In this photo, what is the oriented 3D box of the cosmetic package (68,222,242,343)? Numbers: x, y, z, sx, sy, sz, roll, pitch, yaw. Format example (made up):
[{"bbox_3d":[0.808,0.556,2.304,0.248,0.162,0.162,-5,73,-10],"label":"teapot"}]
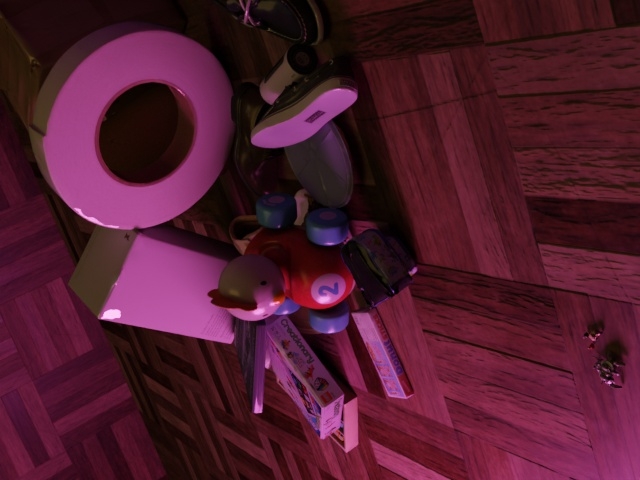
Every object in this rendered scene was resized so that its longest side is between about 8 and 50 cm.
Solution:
[{"bbox_3d":[-0.314,0.080,1.852,0.155,0.366,0.197,35,100,43],"label":"cosmetic package"}]

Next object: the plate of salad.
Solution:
[{"bbox_3d":[0.000,0.000,1.602,0.200,0.048,0.199,42,147,36],"label":"plate of salad"}]

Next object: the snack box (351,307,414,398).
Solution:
[{"bbox_3d":[0.115,0.209,1.622,0.064,0.022,0.178,-12,104,62],"label":"snack box"}]

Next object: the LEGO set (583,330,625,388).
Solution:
[{"bbox_3d":[0.362,0.157,1.128,0.083,0.023,0.054,55,153,15],"label":"LEGO set"}]

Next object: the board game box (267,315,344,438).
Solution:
[{"bbox_3d":[-0.031,0.282,1.760,0.193,0.053,0.305,52,166,18],"label":"board game box"}]

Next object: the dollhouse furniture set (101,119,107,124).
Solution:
[{"bbox_3d":[-0.517,-0.236,2.151,0.161,0.182,0.101,29,138,49],"label":"dollhouse furniture set"}]

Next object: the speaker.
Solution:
[{"bbox_3d":[-0.054,-0.270,1.435,0.055,0.055,0.136,62,154,1],"label":"speaker"}]

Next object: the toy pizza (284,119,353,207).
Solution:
[{"bbox_3d":[0.000,-0.150,1.478,0.201,0.032,0.201,43,148,36],"label":"toy pizza"}]

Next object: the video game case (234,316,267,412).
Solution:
[{"bbox_3d":[-0.144,0.190,1.769,0.274,0.026,0.196,-120,32,-63],"label":"video game case"}]

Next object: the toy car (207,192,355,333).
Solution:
[{"bbox_3d":[-0.079,0.073,1.483,0.210,0.238,0.219,19,125,32],"label":"toy car"}]

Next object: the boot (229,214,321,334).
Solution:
[{"bbox_3d":[-0.073,0.061,1.706,0.262,0.095,0.203,34,155,54],"label":"boot"}]

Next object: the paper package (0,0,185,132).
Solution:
[{"bbox_3d":[-0.470,-0.381,1.770,0.168,0.325,0.309,57,153,9],"label":"paper package"}]

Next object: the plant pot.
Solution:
[{"bbox_3d":[-0.359,-0.199,1.827,0.237,0.254,0.237,43,148,35],"label":"plant pot"}]

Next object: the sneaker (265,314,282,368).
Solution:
[{"bbox_3d":[-0.118,0.198,1.904,0.061,0.152,0.053,13,162,8],"label":"sneaker"}]

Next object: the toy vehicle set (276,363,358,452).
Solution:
[{"bbox_3d":[-0.013,0.330,1.950,0.267,0.035,0.166,38,145,39],"label":"toy vehicle set"}]

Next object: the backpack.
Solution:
[{"bbox_3d":[0.093,0.037,1.427,0.114,0.084,0.105,55,152,3],"label":"backpack"}]

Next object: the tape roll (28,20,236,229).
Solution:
[{"bbox_3d":[-0.337,-0.208,1.624,0.072,0.392,0.392,34,142,43],"label":"tape roll"}]

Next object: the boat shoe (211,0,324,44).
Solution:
[{"bbox_3d":[-0.112,-0.386,1.387,0.302,0.091,0.114,41,147,36],"label":"boat shoe"}]

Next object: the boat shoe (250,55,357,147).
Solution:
[{"bbox_3d":[-0.030,-0.218,1.373,0.228,0.080,0.076,-29,58,47],"label":"boat shoe"}]

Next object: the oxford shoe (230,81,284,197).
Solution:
[{"bbox_3d":[-0.106,-0.168,1.597,0.096,0.083,0.227,31,141,40],"label":"oxford shoe"}]
